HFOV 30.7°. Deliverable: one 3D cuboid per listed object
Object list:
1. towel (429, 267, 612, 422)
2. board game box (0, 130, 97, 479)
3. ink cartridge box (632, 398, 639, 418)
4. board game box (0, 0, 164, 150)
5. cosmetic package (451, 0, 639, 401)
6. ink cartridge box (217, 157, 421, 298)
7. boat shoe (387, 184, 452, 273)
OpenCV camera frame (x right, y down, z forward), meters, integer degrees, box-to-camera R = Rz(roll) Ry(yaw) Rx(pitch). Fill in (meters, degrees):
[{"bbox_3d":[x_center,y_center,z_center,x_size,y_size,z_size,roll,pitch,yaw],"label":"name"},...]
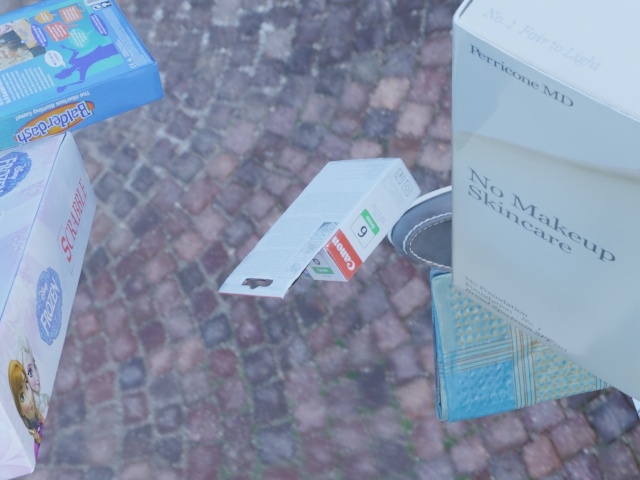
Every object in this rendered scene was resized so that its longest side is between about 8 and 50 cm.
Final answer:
[{"bbox_3d":[0.353,0.142,1.907,0.370,0.272,0.040,-10,18,-16],"label":"towel"},{"bbox_3d":[-0.309,0.060,0.706,0.317,0.066,0.319,-15,27,4],"label":"board game box"},{"bbox_3d":[0.430,0.207,1.392,0.060,0.104,0.180,-33,59,32],"label":"ink cartridge box"},{"bbox_3d":[-0.279,-0.162,1.124,0.210,0.047,0.160,-22,49,-15],"label":"board game box"},{"bbox_3d":[0.166,-0.037,0.662,0.160,0.309,0.113,31,72,21],"label":"cosmetic package"},{"bbox_3d":[0.000,0.000,0.662,0.062,0.029,0.115,1,44,50],"label":"ink cartridge box"},{"bbox_3d":[0.243,0.001,1.326,0.095,0.335,0.112,-116,35,-46],"label":"boat shoe"}]
